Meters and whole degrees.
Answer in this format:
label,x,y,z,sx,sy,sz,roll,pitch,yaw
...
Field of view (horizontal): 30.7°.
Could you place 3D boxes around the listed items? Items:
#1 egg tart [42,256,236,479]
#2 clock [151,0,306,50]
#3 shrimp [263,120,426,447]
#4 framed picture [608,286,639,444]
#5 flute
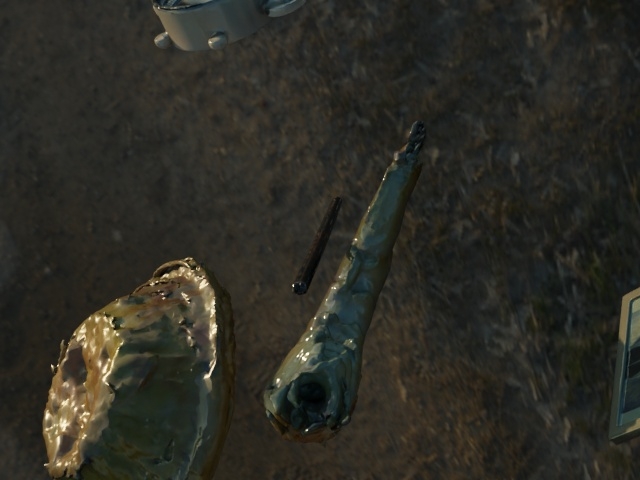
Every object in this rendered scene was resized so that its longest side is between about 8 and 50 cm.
label,x,y,z,sx,sy,sz,roll,pitch,yaw
egg tart,-0.213,0.181,1.297,0.352,0.150,0.352,-35,48,50
clock,-0.111,-0.275,1.290,0.229,0.063,0.155,10,46,43
shrimp,0.028,0.059,0.972,0.068,0.185,0.287,27,62,3
framed picture,0.306,0.066,0.905,0.203,0.015,0.150,-37,28,48
flute,0.000,0.000,1.008,0.014,0.269,0.014,2,107,6
